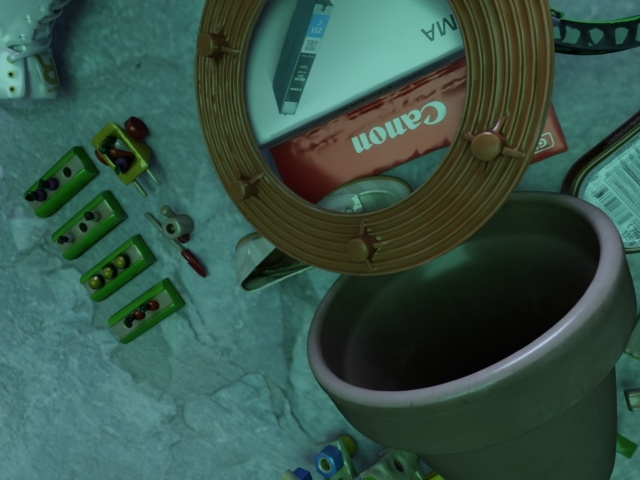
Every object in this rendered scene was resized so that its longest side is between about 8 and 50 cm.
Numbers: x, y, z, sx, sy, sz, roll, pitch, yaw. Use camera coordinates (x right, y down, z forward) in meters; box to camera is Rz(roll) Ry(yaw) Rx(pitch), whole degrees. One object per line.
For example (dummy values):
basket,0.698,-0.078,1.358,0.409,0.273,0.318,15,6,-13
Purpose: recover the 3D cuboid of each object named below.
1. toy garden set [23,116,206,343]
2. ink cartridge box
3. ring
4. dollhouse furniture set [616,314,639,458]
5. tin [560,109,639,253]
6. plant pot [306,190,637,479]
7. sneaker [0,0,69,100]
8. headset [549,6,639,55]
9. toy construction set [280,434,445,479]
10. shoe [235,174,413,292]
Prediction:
toy garden set,-0.252,-0.011,0.622,0.203,0.049,0.244,-33,92,20
ink cartridge box,0.058,-0.153,0.492,0.296,0.066,0.261,-21,95,19
ring,0.013,-0.129,0.422,0.336,0.032,0.337,10,109,29
dollhouse furniture set,0.327,0.141,0.501,0.076,0.058,0.152,28,89,16
tin,0.314,-0.066,0.452,0.106,0.040,0.189,46,110,-2
plant pot,0.154,0.117,0.451,0.263,0.263,0.229,-24,113,20
sneaker,-0.321,-0.255,0.572,0.292,0.108,0.169,-15,112,15
headset,0.248,-0.333,0.346,0.243,0.185,0.394,29,113,6
toy construction set,0.112,0.355,0.536,0.215,0.151,0.328,-40,89,30
shoe,0.000,0.000,0.531,0.219,0.058,0.077,-24,121,22
